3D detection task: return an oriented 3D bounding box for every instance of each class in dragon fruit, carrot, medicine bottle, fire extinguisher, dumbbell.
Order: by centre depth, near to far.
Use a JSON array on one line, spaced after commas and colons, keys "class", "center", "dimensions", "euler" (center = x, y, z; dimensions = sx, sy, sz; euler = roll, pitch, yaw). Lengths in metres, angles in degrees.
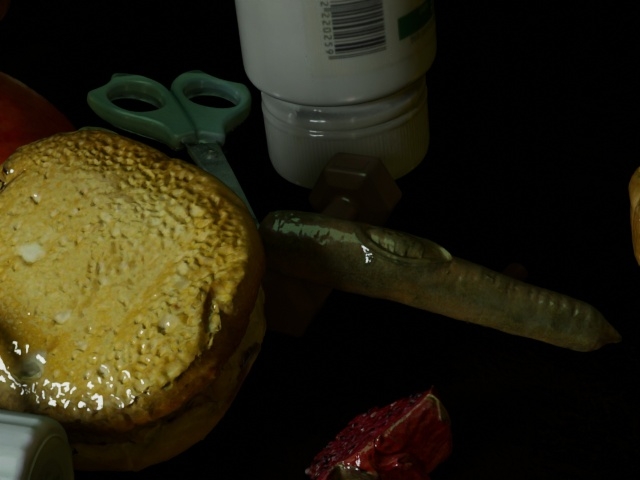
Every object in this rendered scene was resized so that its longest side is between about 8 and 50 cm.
[{"class": "dragon fruit", "center": [0.050, 0.187, 1.448], "dimensions": [0.097, 0.063, 0.131], "euler": [-21, 15, 46]}, {"class": "carrot", "center": [0.109, 0.036, 1.571], "dimensions": [0.342, 0.070, 0.070], "euler": [15, 35, 0]}, {"class": "fire extinguisher", "center": [0.169, 0.059, 1.638], "dimensions": [0.046, 0.032, 0.100], "euler": [43, 48, 8]}, {"class": "dumbbell", "center": [0.000, 0.000, 1.702], "dimensions": [0.092, 0.082, 0.231], "euler": [11, 36, 23]}, {"class": "medicine bottle", "center": [0.016, -0.238, 1.829], "dimensions": [0.208, 0.339, 0.208], "euler": [-5, 33, 3]}]

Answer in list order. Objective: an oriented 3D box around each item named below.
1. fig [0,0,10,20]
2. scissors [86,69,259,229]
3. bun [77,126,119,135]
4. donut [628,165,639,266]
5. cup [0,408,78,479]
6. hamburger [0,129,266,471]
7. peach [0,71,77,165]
[{"class": "fig", "center": [-0.498, -0.340, 2.253], "dimensions": [0.149, 0.202, 0.148], "euler": [-43, 18, 9]}, {"class": "scissors", "center": [-0.128, -0.095, 1.912], "dimensions": [0.191, 0.029, 0.360], "euler": [-4, 35, -22]}, {"class": "bun", "center": [-0.251, -0.097, 1.923], "dimensions": [0.086, 0.055, 0.086], "euler": [-5, 32, 3]}, {"class": "donut", "center": [0.398, -0.024, 1.638], "dimensions": [0.227, 0.113, 0.226], "euler": [-4, 33, 3]}, {"class": "cup", "center": [-0.308, 0.178, 1.366], "dimensions": [0.202, 0.221, 0.167], "euler": [4, 16, 10]}, {"class": "hamburger", "center": [-0.203, 0.052, 1.529], "dimensions": [0.314, 0.170, 0.290], "euler": [25, 60, 17]}, {"class": "peach", "center": [-0.366, -0.061, 1.728], "dimensions": [0.281, 0.238, 0.281], "euler": [-10, 7, 1]}]
